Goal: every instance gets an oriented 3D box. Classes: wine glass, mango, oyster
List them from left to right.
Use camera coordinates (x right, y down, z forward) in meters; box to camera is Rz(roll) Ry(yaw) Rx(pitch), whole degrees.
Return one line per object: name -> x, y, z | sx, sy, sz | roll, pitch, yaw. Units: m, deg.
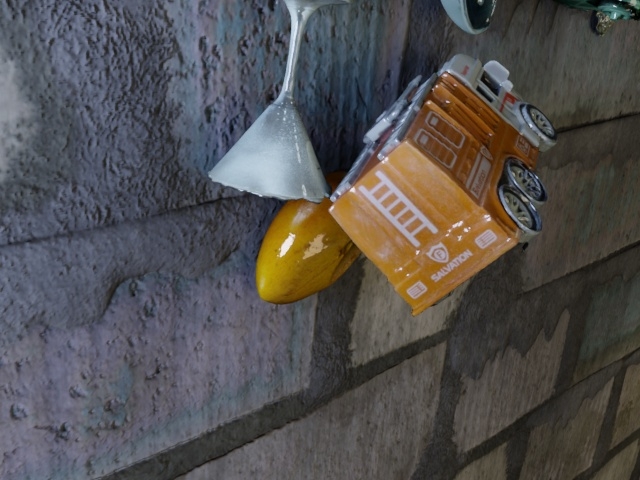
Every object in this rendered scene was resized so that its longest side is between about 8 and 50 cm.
wine glass -> -0.037, -0.168, 0.902 | 0.156, 0.156, 0.232 | -3, 107, -46
mango -> -0.005, -0.004, 1.053 | 0.217, 0.102, 0.141 | -47, 160, -15
oyster -> 0.533, -0.415, 1.461 | 0.098, 0.037, 0.100 | 4, 106, -47

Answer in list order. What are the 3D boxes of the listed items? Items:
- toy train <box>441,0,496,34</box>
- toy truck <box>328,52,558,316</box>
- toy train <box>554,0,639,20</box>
toy train -> 0.176, -0.466, 1.018 | 0.086, 0.088, 0.407 | -27, 127, -34
toy truck -> 0.159, -0.099, 1.015 | 0.173, 0.207, 0.387 | -41, -171, 33
toy train -> 0.405, -0.410, 1.239 | 0.269, 0.154, 0.115 | -1, 108, -47
